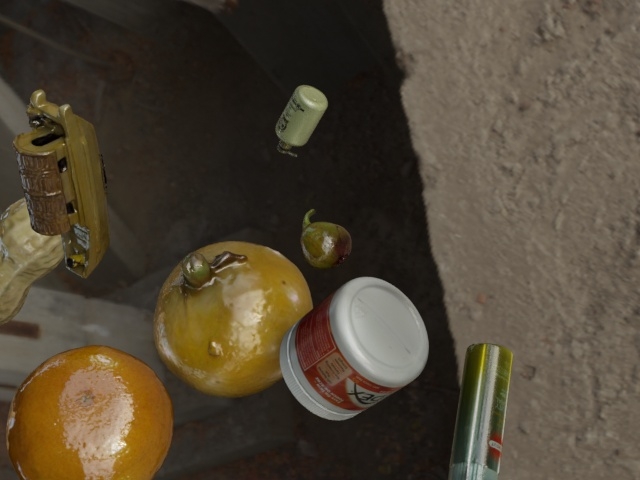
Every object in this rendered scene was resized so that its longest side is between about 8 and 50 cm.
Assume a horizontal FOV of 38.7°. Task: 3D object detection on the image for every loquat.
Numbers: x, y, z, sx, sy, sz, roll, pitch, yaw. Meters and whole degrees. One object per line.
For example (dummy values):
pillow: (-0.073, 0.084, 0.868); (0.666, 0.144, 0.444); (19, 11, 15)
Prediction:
loquat: (-0.180, 0.142, 1.803); (0.328, 0.359, 0.328); (-12, 51, 15)

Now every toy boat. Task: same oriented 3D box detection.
toy boat: (-0.281, -0.053, 0.993); (0.068, 0.088, 0.226); (26, 133, 29)

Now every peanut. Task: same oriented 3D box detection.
peanut: (-0.514, 0.040, 1.529); (0.298, 0.136, 0.120); (-47, 71, 25)

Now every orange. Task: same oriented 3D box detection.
orange: (-0.217, 0.178, 0.865); (0.124, 0.156, 0.156); (104, 150, -55)

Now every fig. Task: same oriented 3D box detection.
fig: (0.000, 0.000, 1.456); (0.098, 0.082, 0.084); (38, 66, 14)

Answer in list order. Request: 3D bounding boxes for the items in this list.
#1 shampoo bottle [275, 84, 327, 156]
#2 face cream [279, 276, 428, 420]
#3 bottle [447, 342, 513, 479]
shampoo bottle: (-0.051, -0.256, 1.989); (0.162, 0.079, 0.079); (-56, 47, 36)
face cream: (0.059, 0.188, 1.584); (0.187, 0.201, 0.201); (-41, 54, 41)
bottle: (0.263, 0.314, 1.507); (0.082, 0.082, 0.286); (-11, 54, 40)
